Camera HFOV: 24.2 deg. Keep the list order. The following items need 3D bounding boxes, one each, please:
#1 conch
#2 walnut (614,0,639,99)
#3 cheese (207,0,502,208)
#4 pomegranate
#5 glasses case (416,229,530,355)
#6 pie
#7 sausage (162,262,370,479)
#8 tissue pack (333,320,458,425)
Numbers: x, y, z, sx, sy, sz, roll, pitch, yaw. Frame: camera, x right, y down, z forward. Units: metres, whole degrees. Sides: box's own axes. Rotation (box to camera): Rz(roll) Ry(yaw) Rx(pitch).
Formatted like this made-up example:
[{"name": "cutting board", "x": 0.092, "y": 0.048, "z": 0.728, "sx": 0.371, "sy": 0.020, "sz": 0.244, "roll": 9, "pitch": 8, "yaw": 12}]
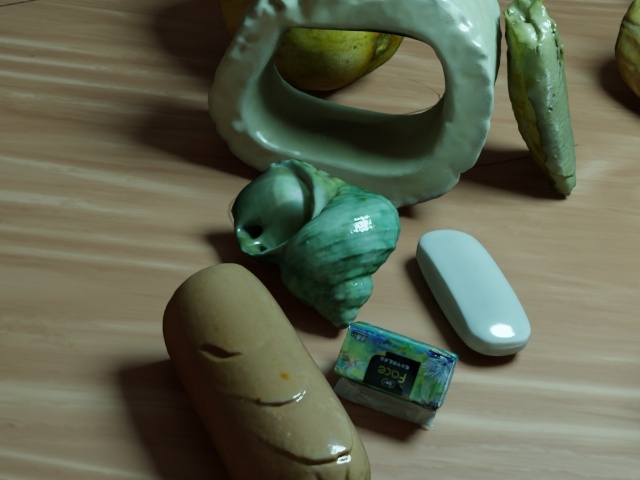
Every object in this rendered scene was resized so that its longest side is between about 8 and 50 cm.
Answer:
[{"name": "conch", "x": 0.000, "y": 0.000, "z": 1.604, "sx": 0.175, "sy": 0.122, "sz": 0.188, "roll": -16, "pitch": 37, "yaw": -1}, {"name": "walnut", "x": 0.509, "y": -0.260, "z": 2.026, "sx": 0.193, "sy": 0.193, "sz": 0.225, "roll": -17, "pitch": 26, "yaw": -34}, {"name": "cheese", "x": 0.041, "y": -0.201, "z": 1.743, "sx": 0.332, "sy": 0.292, "sz": 0.153, "roll": 6, "pitch": 35, "yaw": 7}, {"name": "pomegranate", "x": -0.005, "y": -0.324, "z": 1.947, "sx": 0.260, "sy": 0.260, "sz": 0.260, "roll": 7, "pitch": 36, "yaw": -5}, {"name": "glasses case", "x": 0.165, "y": 0.054, "z": 1.629, "sx": 0.076, "sy": 0.049, "sz": 0.197, "roll": -5, "pitch": 38, "yaw": -20}, {"name": "pie", "x": 0.264, "y": -0.171, "z": 1.798, "sx": 0.068, "sy": 0.282, "sz": 0.129, "roll": -20, "pitch": 46, "yaw": 2}, {"name": "sausage", "x": -0.052, "y": 0.150, "z": 1.381, "sx": 0.121, "sy": 0.121, "sz": 0.304, "roll": -8, "pitch": 39, "yaw": -24}, {"name": "tissue pack", "x": 0.072, "y": 0.133, "z": 1.481, "sx": 0.111, "sy": 0.079, "sz": 0.085, "roll": 19, "pitch": 1, "yaw": 8}]
